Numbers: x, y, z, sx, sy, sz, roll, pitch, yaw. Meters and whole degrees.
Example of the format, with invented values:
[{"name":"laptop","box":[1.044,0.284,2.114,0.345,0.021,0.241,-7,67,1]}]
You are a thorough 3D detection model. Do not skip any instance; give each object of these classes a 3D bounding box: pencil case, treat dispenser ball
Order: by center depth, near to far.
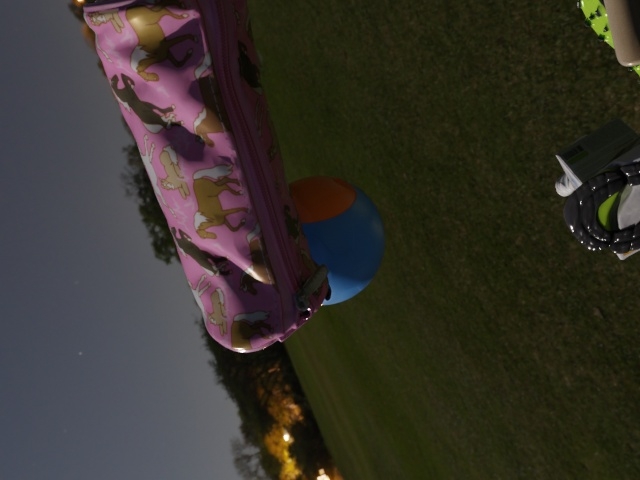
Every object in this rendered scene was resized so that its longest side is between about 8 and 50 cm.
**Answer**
[{"name":"pencil case","box":[-0.101,-0.078,0.585,0.160,0.167,0.386,-72,-30,-61]},{"name":"treat dispenser ball","box":[0.000,0.000,1.260,0.288,0.288,0.288,159,90,-82]}]

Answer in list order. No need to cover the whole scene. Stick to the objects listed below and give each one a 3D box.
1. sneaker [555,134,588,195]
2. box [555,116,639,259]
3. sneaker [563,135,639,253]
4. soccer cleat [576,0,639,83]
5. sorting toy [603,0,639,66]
[{"name":"sneaker","box":[0.576,-0.168,1.249,0.054,0.152,0.061,27,170,-3]},{"name":"box","box":[0.495,-0.082,0.937,0.203,0.114,0.103,45,-159,-35]},{"name":"sneaker","box":[0.383,-0.100,0.552,0.111,0.121,0.300,51,137,-3]},{"name":"soccer cleat","box":[0.421,-0.293,0.768,0.179,0.072,0.060,48,-173,-2]},{"name":"sorting toy","box":[0.430,-0.373,0.640,0.041,0.229,0.307,-6,-96,-70]}]
